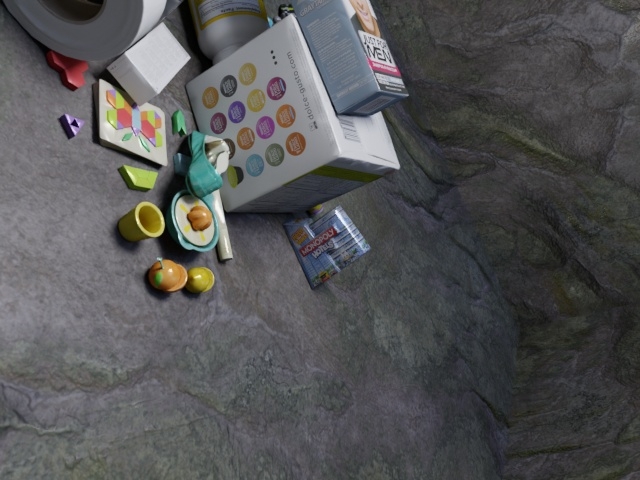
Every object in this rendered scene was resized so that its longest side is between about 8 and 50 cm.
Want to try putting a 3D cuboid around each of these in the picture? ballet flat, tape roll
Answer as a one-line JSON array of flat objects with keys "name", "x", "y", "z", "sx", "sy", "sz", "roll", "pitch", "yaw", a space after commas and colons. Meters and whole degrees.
[{"name": "ballet flat", "x": -0.237, "y": -0.175, "z": 1.257, "sx": 0.247, "sy": 0.087, "sz": 0.083, "roll": -104, "pitch": 173, "yaw": -54}, {"name": "tape roll", "x": -0.414, "y": -0.461, "z": 0.999, "sx": 0.286, "sy": 0.286, "sz": 0.100, "roll": 54, "pitch": 33, "yaw": -27}]

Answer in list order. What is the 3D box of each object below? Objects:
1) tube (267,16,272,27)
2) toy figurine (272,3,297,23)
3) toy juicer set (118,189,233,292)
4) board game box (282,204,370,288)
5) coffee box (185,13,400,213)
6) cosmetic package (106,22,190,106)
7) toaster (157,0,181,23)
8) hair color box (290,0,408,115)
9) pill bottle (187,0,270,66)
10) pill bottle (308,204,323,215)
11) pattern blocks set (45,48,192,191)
[{"name": "tube", "x": -0.229, "y": -0.682, "z": 1.709, "sx": 0.207, "sy": 0.052, "sz": 0.080, "roll": 25, "pitch": 47, "yaw": -46}, {"name": "toy figurine", "x": -0.092, "y": -0.545, "z": 1.682, "sx": 0.209, "sy": 0.213, "sz": 0.148, "roll": 40, "pitch": 25, "yaw": -43}, {"name": "toy juicer set", "x": -0.247, "y": -0.005, "z": 1.203, "sx": 0.329, "sy": 0.090, "sz": 0.209, "roll": -34, "pitch": 102, "yaw": -61}, {"name": "board game box", "x": 0.000, "y": 0.000, "z": 1.571, "sx": 0.194, "sy": 0.194, "sz": 0.060, "roll": 53, "pitch": 29, "yaw": -2}, {"name": "coffee box", "x": -0.062, "y": -0.277, "z": 1.435, "sx": 0.338, "sy": 0.335, "sz": 0.337, "roll": -5, "pitch": 74, "yaw": -61}, {"name": "cosmetic package", "x": -0.359, "y": -0.377, "z": 1.237, "sx": 0.099, "sy": 0.060, "sz": 0.239, "roll": 50, "pitch": 25, "yaw": -24}, {"name": "toaster", "x": -0.350, "y": -0.561, "z": 1.275, "sx": 0.110, "sy": 0.186, "sz": 0.168, "roll": 47, "pitch": 35, "yaw": -25}, {"name": "hair color box", "x": 0.050, "y": -0.472, "z": 1.293, "sx": 0.185, "sy": 0.114, "sz": 0.374, "roll": -19, "pitch": 86, "yaw": -61}, {"name": "pill bottle", "x": -0.233, "y": -0.577, "z": 1.484, "sx": 0.188, "sy": 0.188, "sz": 0.333, "roll": 1, "pitch": 72, "yaw": -60}, {"name": "pill bottle", "x": -0.030, "y": -0.116, "z": 1.699, "sx": 0.083, "sy": 0.043, "sz": 0.043, "roll": 56, "pitch": 31, "yaw": -23}, {"name": "pattern blocks set", "x": -0.382, "y": -0.238, "z": 1.181, "sx": 0.325, "sy": 0.026, "sz": 0.285, "roll": -4, "pitch": 76, "yaw": -61}]
